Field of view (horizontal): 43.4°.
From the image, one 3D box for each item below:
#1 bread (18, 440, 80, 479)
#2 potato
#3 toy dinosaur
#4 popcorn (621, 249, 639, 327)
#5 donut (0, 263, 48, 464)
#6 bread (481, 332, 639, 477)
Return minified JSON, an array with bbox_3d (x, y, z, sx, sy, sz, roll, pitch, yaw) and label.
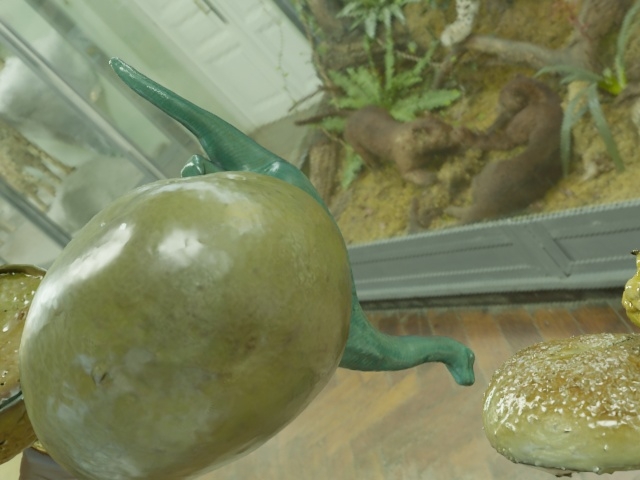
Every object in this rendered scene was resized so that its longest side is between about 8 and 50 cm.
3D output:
[{"bbox_3d":[-0.341,0.301,1.038,0.226,0.088,0.049,124,165,-50],"label":"bread"},{"bbox_3d":[-0.075,0.054,0.451,0.235,0.177,0.160,124,138,-58],"label":"potato"},{"bbox_3d":[0.000,0.000,0.761,0.129,0.384,0.330,-21,-4,43],"label":"toy dinosaur"},{"bbox_3d":[0.431,0.062,0.937,0.148,0.167,0.152,-20,73,28],"label":"popcorn"},{"bbox_3d":[-0.378,0.148,0.882,0.271,0.107,0.272,-9,40,8],"label":"donut"},{"bbox_3d":[0.361,0.205,1.046,0.305,0.159,0.305,-6,3,0],"label":"bread"}]
